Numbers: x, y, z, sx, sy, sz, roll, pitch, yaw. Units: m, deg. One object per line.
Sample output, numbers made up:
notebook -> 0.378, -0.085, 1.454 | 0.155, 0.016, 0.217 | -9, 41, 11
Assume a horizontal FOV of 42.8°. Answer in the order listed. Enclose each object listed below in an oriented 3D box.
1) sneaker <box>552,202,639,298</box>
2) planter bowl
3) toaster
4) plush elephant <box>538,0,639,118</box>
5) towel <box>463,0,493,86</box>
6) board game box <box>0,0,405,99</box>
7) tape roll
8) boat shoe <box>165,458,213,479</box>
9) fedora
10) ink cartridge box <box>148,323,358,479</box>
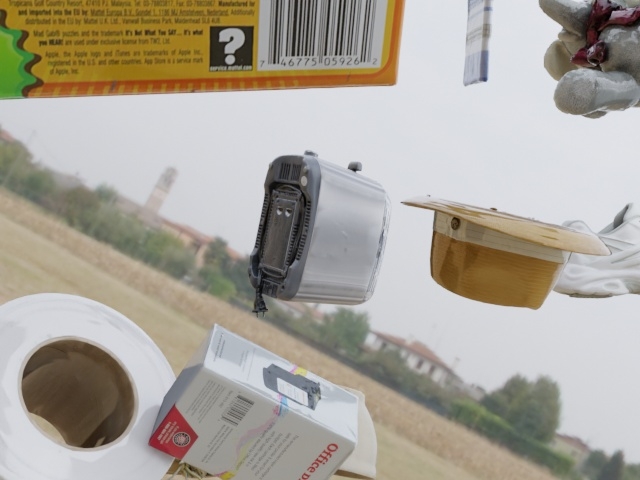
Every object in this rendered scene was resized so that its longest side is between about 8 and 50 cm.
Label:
sneaker -> 0.388, 0.013, 0.954 | 0.232, 0.115, 0.090 | 3, -4, -2
planter bowl -> 0.004, 0.248, 1.085 | 0.162, 0.109, 0.162 | 11, -18, 4
toaster -> 0.000, 0.000, 1.084 | 0.147, 0.226, 0.129 | 10, 1, -33
plush elephant -> 0.487, -0.350, 1.381 | 0.330, 0.271, 0.255 | 8, 28, -42
towel -> 0.321, -0.451, 1.617 | 0.034, 0.284, 0.209 | 3, 7, 1
board game box -> -0.156, -0.327, 0.587 | 0.357, 0.356, 0.356 | -6, 29, -19
tape roll -> -0.292, 0.201, 0.871 | 0.246, 0.169, 0.246 | 28, 38, -25
boat shoe -> -0.180, 0.367, 1.431 | 0.285, 0.104, 0.089 | -11, 28, 2
fedora -> 0.156, 0.013, 0.729 | 0.194, 0.079, 0.194 | 12, 6, -1
ink cartridge box -> -0.066, 0.185, 0.837 | 0.175, 0.127, 0.072 | 29, 28, -13
